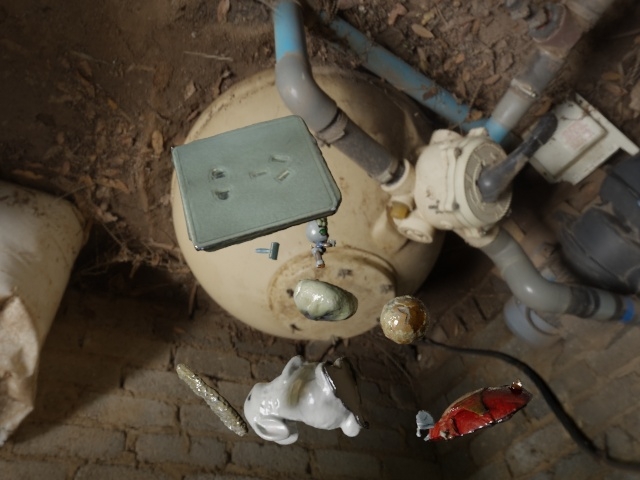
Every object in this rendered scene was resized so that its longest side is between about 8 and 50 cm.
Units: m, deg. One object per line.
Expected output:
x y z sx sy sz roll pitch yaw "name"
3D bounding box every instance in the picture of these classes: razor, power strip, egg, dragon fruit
-0.210 0.040 1.954 0.040 0.068 0.135 18 168 -39 "razor"
-0.094 -0.078 0.735 0.213 0.198 0.065 -16 146 -8 "power strip"
0.338 0.313 2.032 0.233 0.195 0.195 2 136 -46 "egg"
0.489 0.491 1.519 0.343 0.100 0.282 -19 166 -16 "dragon fruit"

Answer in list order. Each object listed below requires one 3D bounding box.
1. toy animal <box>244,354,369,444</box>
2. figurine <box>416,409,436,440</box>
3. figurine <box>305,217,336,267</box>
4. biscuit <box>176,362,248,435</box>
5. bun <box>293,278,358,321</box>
-0.062 0.466 1.462 0.357 0.258 0.193 -29 152 22 "toy animal"
0.367 0.655 1.804 0.082 0.094 0.086 27 133 21 "figurine"
0.001 -0.001 1.863 0.093 0.197 0.147 -12 163 -12 "figurine"
-0.240 0.390 1.215 0.032 0.133 0.250 -46 116 -27 "biscuit"
0.015 0.256 2.119 0.272 0.169 0.273 14 168 3 "bun"
